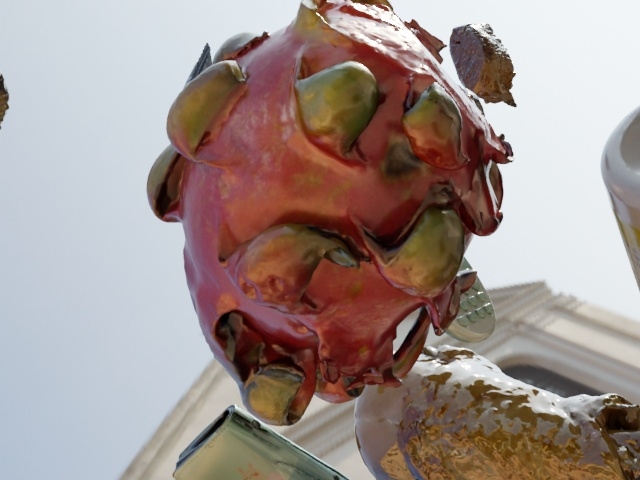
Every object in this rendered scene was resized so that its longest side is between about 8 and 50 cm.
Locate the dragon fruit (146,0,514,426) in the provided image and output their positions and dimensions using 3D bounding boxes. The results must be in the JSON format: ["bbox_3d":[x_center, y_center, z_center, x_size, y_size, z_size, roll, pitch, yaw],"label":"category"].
[{"bbox_3d":[0.014,-0.008,0.662,0.227,0.243,0.307,-78,-34,-51],"label":"dragon fruit"}]

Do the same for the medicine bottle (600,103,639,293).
[{"bbox_3d":[0.403,0.031,0.924,0.208,0.208,0.339,-45,-55,-27],"label":"medicine bottle"}]

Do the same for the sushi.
[{"bbox_3d":[0.168,-0.177,0.999,0.060,0.061,0.117,7,-119,-28],"label":"sushi"}]

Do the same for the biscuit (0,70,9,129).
[{"bbox_3d":[-0.525,-0.163,1.268,0.259,0.079,0.259,-34,-23,-17],"label":"biscuit"}]

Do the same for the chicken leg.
[{"bbox_3d":[0.235,0.233,1.021,0.182,0.409,0.295,-50,-63,-39],"label":"chicken leg"}]

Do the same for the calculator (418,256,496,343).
[{"bbox_3d":[0.166,0.037,1.557,0.184,0.295,0.042,-15,-26,-53],"label":"calculator"}]

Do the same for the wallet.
[{"bbox_3d":[-0.089,0.376,1.570,0.250,0.075,0.176,36,-61,-15],"label":"wallet"}]

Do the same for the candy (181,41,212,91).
[{"bbox_3d":[-0.145,-0.154,1.151,0.136,0.038,0.088,105,179,-62],"label":"candy"}]
